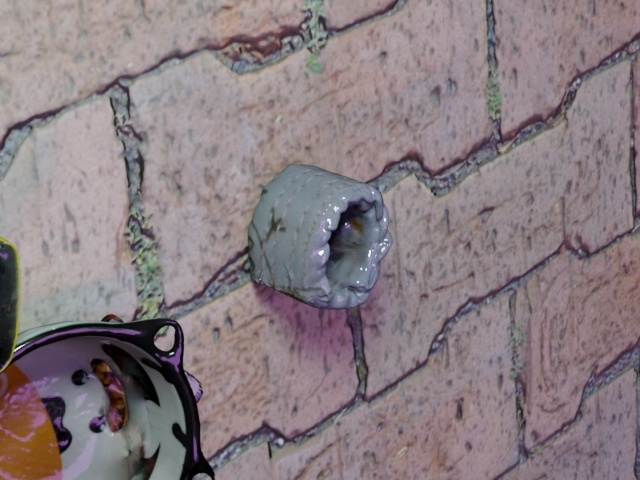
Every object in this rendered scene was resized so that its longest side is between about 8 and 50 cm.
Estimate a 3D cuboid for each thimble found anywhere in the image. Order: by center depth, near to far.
[{"bbox_3d":[-0.001,-0.003,1.941,0.127,0.117,0.151,3,103,-49],"label":"thimble"}]

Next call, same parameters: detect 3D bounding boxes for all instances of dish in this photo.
[{"bbox_3d":[-0.263,0.197,1.722,0.303,0.120,0.303,-9,108,-30],"label":"dish"}]

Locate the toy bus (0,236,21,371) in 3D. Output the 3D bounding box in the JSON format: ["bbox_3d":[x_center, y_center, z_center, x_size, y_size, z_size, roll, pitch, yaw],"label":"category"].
[{"bbox_3d":[-0.428,0.072,1.504,0.330,0.152,0.144,-13,119,-40],"label":"toy bus"}]

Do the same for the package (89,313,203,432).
[{"bbox_3d":[-0.241,0.212,1.832,0.154,0.030,0.239,42,79,-34],"label":"package"}]
